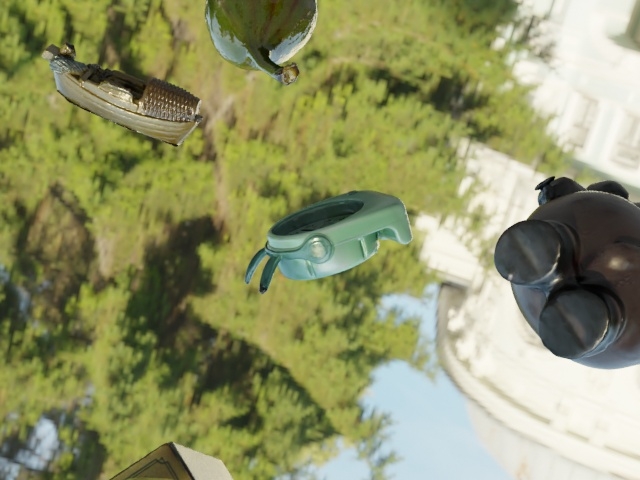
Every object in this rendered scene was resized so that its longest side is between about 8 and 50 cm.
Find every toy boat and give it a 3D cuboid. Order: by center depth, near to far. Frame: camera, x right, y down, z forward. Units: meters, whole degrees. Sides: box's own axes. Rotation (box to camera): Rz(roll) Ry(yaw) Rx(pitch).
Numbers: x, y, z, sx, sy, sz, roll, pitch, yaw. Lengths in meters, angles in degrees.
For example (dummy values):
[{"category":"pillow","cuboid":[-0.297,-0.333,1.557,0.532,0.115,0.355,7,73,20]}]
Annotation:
[{"category":"toy boat","cuboid":[-0.174,-0.132,1.010,0.149,0.049,0.047,24,-155,-2]}]

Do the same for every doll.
[{"category":"doll","cuboid":[0.221,0.032,0.855,0.257,0.117,0.182,1,-122,-61]}]

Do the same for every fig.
[{"category":"fig","cuboid":[-0.071,-0.250,1.468,0.151,0.151,0.259,11,-136,-20]}]

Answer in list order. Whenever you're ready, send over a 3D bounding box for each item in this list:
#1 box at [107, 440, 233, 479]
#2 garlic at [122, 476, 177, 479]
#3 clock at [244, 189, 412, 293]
[{"category":"box","cuboid":[-0.191,0.275,1.016,0.071,0.240,0.159,56,180,19]},{"category":"garlic","cuboid":[-0.090,0.195,0.719,0.128,0.091,0.198,-2,-177,-12]},{"category":"clock","cuboid":[0.000,0.000,0.939,0.135,0.041,0.101,-22,-164,-15]}]
